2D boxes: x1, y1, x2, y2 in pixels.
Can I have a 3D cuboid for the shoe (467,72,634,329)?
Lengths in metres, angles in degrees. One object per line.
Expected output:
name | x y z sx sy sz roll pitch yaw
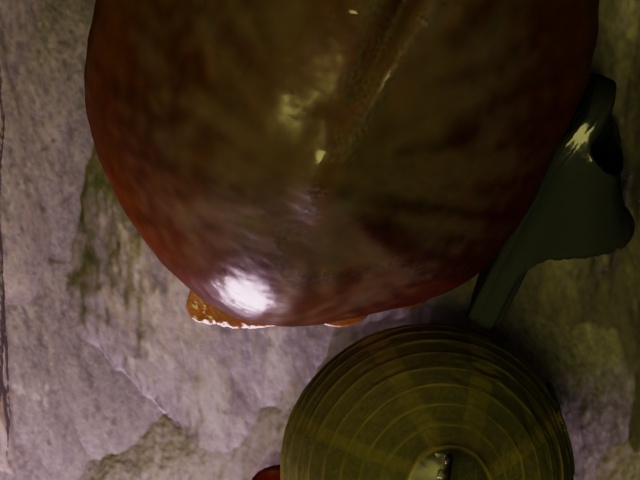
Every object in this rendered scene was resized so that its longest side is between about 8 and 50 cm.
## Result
shoe | 0.197 -0.020 1.341 0.093 0.108 0.241 24 126 0

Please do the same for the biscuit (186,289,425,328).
biscuit | 0.000 0.000 1.448 0.280 0.043 0.183 -31 98 28

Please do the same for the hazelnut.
hazelnut | 0.019 -0.129 1.208 0.359 0.359 0.409 25 126 5

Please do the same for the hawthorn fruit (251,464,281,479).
hawthorn fruit | -0.034 0.245 1.556 0.093 0.093 0.093 7 117 15

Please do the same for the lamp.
lamp | 0.092 0.187 1.374 0.250 0.284 0.250 0 86 -4
